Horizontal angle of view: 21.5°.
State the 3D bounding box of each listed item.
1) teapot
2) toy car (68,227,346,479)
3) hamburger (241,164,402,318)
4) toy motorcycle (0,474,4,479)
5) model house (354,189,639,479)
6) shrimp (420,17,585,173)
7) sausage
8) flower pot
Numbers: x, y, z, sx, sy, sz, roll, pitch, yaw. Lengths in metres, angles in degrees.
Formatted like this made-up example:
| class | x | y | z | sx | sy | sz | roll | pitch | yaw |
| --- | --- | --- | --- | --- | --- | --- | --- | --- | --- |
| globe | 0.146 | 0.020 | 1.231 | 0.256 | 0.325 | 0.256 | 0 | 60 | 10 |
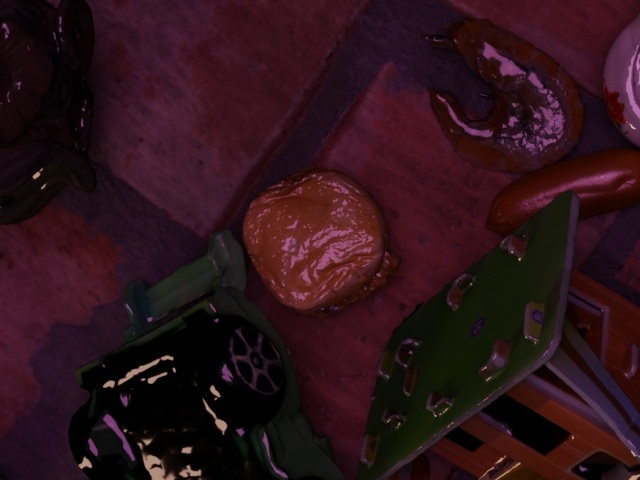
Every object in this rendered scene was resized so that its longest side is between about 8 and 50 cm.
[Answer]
| class | x | y | z | sx | sy | sz | roll | pitch | yaw |
| --- | --- | --- | --- | --- | --- | --- | --- | --- | --- |
| teapot | 0.348 | -0.142 | 1.627 | 0.145 | 0.092 | 0.226 | -18 | 84 | 9 |
| toy car | -0.092 | 0.189 | 1.624 | 0.213 | 0.176 | 0.358 | -31 | 89 | 30 |
| hamburger | 0.000 | 0.000 | 1.672 | 0.138 | 0.083 | 0.147 | -33 | 80 | 9 |
| toy motorcycle | -0.449 | 0.223 | 1.711 | 0.159 | 0.106 | 0.270 | -44 | 92 | 7 |
| model house | 0.236 | 0.208 | 1.523 | 0.324 | 0.340 | 0.300 | 30 | 135 | -16 |
| shrimp | 0.172 | -0.144 | 1.672 | 0.187 | 0.051 | 0.132 | 41 | 92 | 6 |
| sausage | 0.246 | -0.049 | 1.654 | 0.183 | 0.054 | 0.062 | -14 | 65 | 10 |
| flower pot | -0.350 | -0.122 | 1.630 | 0.302 | 0.302 | 0.213 | -17 | 87 | 7 |
